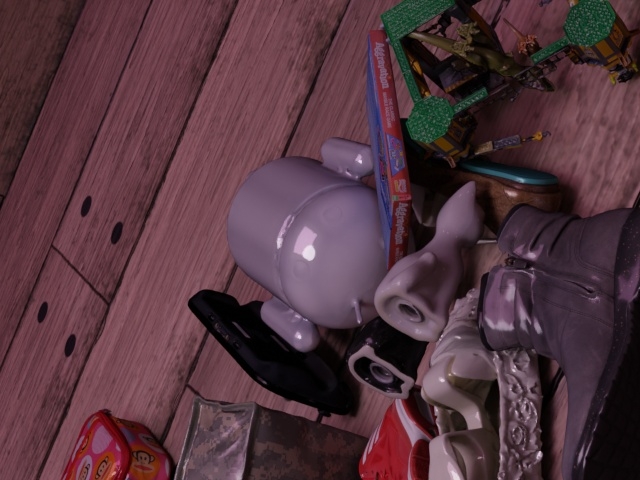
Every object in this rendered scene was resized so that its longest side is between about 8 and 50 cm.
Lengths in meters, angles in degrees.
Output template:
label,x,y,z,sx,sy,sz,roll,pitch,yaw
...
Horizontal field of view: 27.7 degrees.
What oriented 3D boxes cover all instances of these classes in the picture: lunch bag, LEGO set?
label,x,y,z,sx,sy,sz,roll,pitch,yaw
lunch bag,-0.379,0.447,2.226,0.293,0.120,0.258,-66,29,5
lunch bag,-0.071,0.370,1.686,0.169,0.235,0.287,-4,69,49
LEGO set,0.245,-0.228,1.618,0.331,0.192,0.255,-37,57,16

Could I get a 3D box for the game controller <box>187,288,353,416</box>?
label,x,y,z,sx,sy,sz,roll,pitch,yaw
game controller,-0.077,0.158,1.872,0.319,0.166,0.067,38,111,57

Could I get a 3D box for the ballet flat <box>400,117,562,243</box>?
label,x,y,z,sx,sy,sz,roll,pitch,yaw
ballet flat,0.184,-0.063,1.680,0.342,0.116,0.124,31,117,53

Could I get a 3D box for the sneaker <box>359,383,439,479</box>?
label,x,y,z,sx,sy,sz,roll,pitch,yaw
sneaker,0.114,0.296,1.614,0.128,0.087,0.221,-58,21,33

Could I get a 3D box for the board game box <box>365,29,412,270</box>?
label,x,y,z,sx,sy,sz,roll,pitch,yaw
board game box,0.085,-0.117,1.648,0.145,0.027,0.281,88,177,-54

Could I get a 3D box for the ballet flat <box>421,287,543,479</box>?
label,x,y,z,sx,sy,sz,roll,pitch,yaw
ballet flat,0.181,0.216,1.492,0.147,0.147,0.409,-37,44,41

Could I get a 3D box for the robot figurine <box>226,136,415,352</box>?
label,x,y,z,sx,sy,sz,roll,pitch,yaw
robot figurine,0.000,0.000,1.811,0.353,0.199,0.300,33,109,57

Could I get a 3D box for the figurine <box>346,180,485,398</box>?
label,x,y,z,sx,sy,sz,roll,pitch,yaw
figurine,0.127,0.051,1.567,0.209,0.092,0.215,-58,-7,-38

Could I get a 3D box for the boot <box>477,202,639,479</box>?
label,x,y,z,sx,sy,sz,roll,pitch,yaw
boot,0.266,0.117,1.414,0.222,0.118,0.338,-3,58,45
